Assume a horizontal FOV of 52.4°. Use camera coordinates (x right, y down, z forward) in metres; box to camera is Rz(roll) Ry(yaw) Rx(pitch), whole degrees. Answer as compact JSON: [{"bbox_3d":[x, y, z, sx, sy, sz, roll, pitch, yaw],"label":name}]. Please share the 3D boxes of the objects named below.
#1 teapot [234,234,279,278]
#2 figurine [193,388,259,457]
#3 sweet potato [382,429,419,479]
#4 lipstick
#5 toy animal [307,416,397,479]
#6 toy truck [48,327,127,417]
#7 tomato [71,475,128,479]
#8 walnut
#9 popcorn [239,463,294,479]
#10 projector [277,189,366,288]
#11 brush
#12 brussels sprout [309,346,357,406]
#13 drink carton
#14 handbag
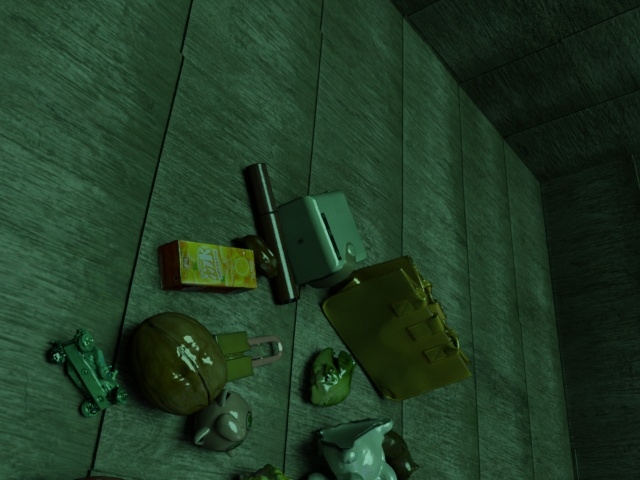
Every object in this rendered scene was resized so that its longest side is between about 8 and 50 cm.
[{"bbox_3d":[-0.155,0.040,1.540,0.129,0.078,0.098,54,-3,-10],"label":"teapot"},{"bbox_3d":[-0.191,0.361,1.292,0.138,0.125,0.125,63,25,-62],"label":"figurine"},{"bbox_3d":[0.172,0.560,1.747,0.286,0.085,0.112,42,49,-36],"label":"sweet potato"},{"bbox_3d":[-0.121,-0.017,1.619,0.057,0.057,0.356,-7,81,-55],"label":"lipstick"},{"bbox_3d":[0.075,0.565,1.540,0.249,0.174,0.289,17,70,-46],"label":"toy animal"},{"bbox_3d":[-0.393,0.221,1.123,0.154,0.080,0.078,63,14,-13],"label":"toy truck"},{"bbox_3d":[-0.328,0.486,0.958,0.270,0.227,0.270,31,49,-43],"label":"tomato"},{"bbox_3d":[-0.268,0.231,1.216,0.207,0.167,0.167,59,36,-16],"label":"walnut"},{"bbox_3d":[-0.116,0.518,1.313,0.126,0.145,0.126,29,60,-53],"label":"popcorn"},{"bbox_3d":[0.000,0.000,1.691,0.177,0.164,0.242,-16,84,-55],"label":"projector"},{"bbox_3d":[-0.161,0.252,1.455,0.233,0.047,0.103,2,74,-56],"label":"brush"},{"bbox_3d":[0.032,0.351,1.643,0.181,0.101,0.138,-53,136,-70],"label":"brussels sprout"},{"bbox_3d":[-0.240,0.061,1.406,0.223,0.071,0.096,9,69,-52],"label":"drink carton"},{"bbox_3d":[0.219,0.242,1.780,0.400,0.283,0.133,57,34,-19],"label":"handbag"}]
